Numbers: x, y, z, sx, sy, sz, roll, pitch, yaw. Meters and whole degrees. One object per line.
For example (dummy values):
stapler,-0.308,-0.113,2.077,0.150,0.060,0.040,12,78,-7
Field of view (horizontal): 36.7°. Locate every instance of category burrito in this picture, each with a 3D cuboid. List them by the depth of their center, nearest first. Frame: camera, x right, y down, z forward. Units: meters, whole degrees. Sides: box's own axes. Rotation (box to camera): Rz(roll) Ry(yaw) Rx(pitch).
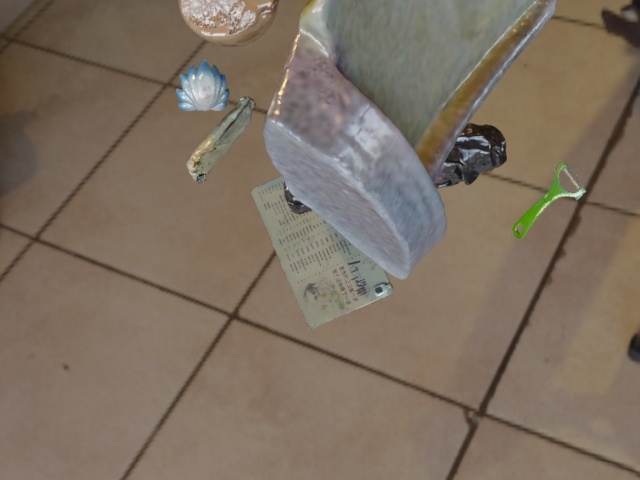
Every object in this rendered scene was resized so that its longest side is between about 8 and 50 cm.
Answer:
burrito,-0.163,-0.173,1.611,0.042,0.051,0.171,36,79,21

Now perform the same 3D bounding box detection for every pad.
pad,0.000,0.000,1.632,0.159,0.009,0.265,-25,81,6

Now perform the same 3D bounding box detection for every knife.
knife,0.395,-0.064,1.718,0.022,0.166,0.078,5,48,-41

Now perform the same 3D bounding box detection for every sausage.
sausage,-0.113,-0.310,1.229,0.123,0.123,0.253,-12,14,1

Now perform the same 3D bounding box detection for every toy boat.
toy boat,0.062,-0.130,0.808,0.111,0.276,0.293,17,85,40

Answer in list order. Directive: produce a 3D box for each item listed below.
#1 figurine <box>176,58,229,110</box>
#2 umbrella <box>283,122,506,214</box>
figurine,-0.238,-0.316,1.961,0.114,0.114,0.079,-20,15,-5
umbrella,0.105,-0.094,1.332,0.326,0.090,0.094,-17,77,-12
